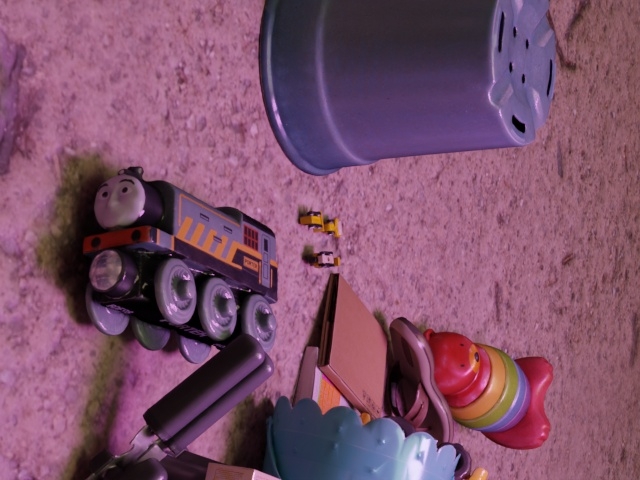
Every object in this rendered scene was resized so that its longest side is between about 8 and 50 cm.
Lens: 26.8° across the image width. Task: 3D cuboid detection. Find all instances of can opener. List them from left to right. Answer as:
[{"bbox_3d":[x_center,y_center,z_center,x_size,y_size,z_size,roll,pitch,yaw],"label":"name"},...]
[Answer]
[{"bbox_3d":[-0.165,0.226,1.570,0.280,0.093,0.074,-43,148,-10],"label":"can opener"}]

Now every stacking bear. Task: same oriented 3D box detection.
[{"bbox_3d":[0.271,0.249,2.381,0.289,0.164,0.175,34,56,-44],"label":"stacking bear"}]

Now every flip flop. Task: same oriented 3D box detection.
[{"bbox_3d":[0.150,0.253,2.232,0.080,0.112,0.277,-32,128,-24],"label":"flip flop"}]

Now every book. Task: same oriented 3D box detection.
[{"bbox_3d":[0.010,0.230,2.040,0.144,0.035,0.096,45,51,-53],"label":"book"}]

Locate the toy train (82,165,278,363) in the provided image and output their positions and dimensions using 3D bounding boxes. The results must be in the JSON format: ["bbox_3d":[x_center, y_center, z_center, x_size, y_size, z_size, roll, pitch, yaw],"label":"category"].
[{"bbox_3d":[-0.163,0.035,1.625,0.334,0.142,0.190,29,55,-56],"label":"toy train"}]

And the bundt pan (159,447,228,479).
[{"bbox_3d":[-0.153,0.426,1.671,0.331,0.124,0.331,-4,95,-61],"label":"bundt pan"}]

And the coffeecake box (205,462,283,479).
[{"bbox_3d":[-0.090,0.370,1.582,0.142,0.068,0.186,36,61,-57],"label":"coffeecake box"}]

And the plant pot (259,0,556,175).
[{"bbox_3d":[0.143,-0.262,1.933,0.341,0.334,0.341,-7,98,-61],"label":"plant pot"}]

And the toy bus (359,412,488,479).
[{"bbox_3d":[0.120,0.399,2.048,0.149,0.220,0.211,98,17,-57],"label":"toy bus"}]

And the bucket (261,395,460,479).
[{"bbox_3d":[0.042,0.345,1.873,0.281,0.281,0.183,38,64,-55],"label":"bucket"}]

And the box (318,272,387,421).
[{"bbox_3d":[0.054,0.170,2.095,0.201,0.021,0.164,52,36,-47],"label":"box"}]

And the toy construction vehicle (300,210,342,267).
[{"bbox_3d":[0.000,0.000,2.009,0.098,0.035,0.086,1,80,-63],"label":"toy construction vehicle"}]
